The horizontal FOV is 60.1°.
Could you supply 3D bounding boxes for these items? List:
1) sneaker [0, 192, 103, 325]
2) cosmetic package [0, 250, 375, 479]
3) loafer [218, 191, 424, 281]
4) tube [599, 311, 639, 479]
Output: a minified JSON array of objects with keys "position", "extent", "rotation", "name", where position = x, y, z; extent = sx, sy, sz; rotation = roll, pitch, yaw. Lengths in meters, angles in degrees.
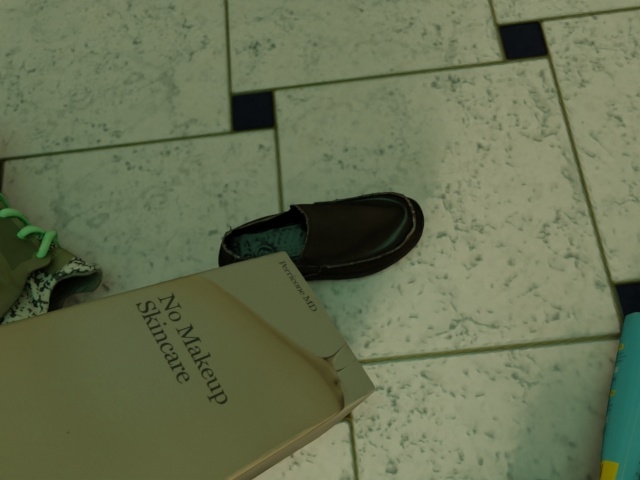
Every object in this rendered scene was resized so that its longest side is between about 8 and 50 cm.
[{"position":[-0.316,0.028,0.557],"extent":[0.182,0.158,0.411],"rotation":[-12,74,-16],"name":"sneaker"},{"position":[-0.123,0.126,0.414],"extent":[0.309,0.113,0.160],"rotation":[-17,64,-45],"name":"cosmetic package"},{"position":[0.000,0.000,0.556],"extent":[0.219,0.078,0.080],"rotation":[-16,71,-1],"name":"loafer"},{"position":[0.273,0.167,0.486],"extent":[0.052,0.080,0.207],"rotation":[9,65,40],"name":"tube"}]
